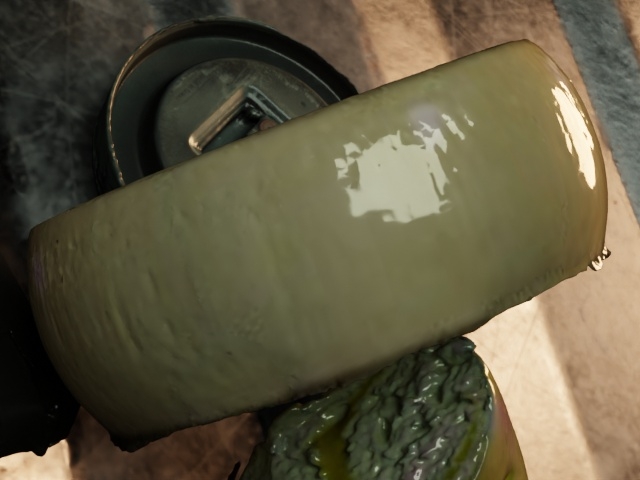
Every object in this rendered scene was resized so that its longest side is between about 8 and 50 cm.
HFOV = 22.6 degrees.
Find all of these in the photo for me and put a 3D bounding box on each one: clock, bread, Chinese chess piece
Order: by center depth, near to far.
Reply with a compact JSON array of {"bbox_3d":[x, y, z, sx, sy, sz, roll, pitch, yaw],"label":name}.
[{"bbox_3d":[0.000,0.000,0.923,0.338,0.338,0.140,-22,91,-36],"label":"Chinese chess piece"},{"bbox_3d":[0.041,0.180,0.935,0.156,0.261,0.158,5,42,-26],"label":"bread"},{"bbox_3d":[-0.054,-0.056,1.156,0.226,0.049,0.226,13,59,-23],"label":"clock"}]

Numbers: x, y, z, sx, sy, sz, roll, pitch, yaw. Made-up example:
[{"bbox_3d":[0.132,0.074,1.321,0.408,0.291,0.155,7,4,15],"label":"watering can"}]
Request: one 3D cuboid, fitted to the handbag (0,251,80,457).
[{"bbox_3d":[-0.281,0.035,0.935,0.223,0.080,0.247,-16,62,-34],"label":"handbag"}]
